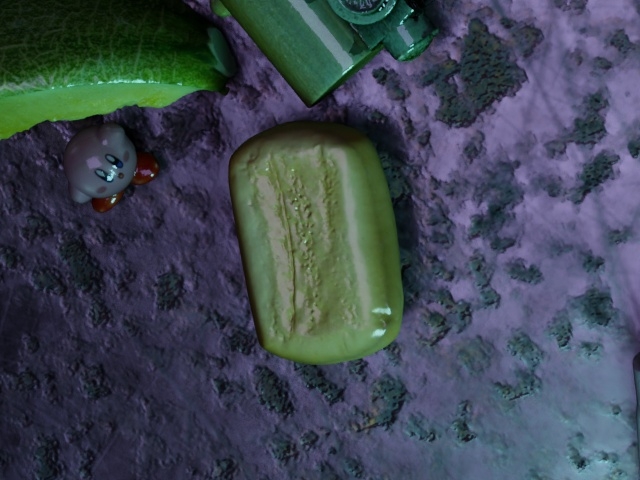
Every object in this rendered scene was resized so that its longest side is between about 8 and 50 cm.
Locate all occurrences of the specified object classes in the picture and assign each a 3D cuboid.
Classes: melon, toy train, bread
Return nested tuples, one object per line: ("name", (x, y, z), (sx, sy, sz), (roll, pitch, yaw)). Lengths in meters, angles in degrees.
("melon", (-0.244, -0.170, 1.787), (0.323, 0.196, 0.124), (-9, 134, 8))
("toy train", (-0.036, -0.257, 1.709), (0.189, 0.126, 0.307), (-39, 90, 18))
("bread", (0.000, 0.000, 1.765), (0.147, 0.098, 0.217), (-4, 98, 16))

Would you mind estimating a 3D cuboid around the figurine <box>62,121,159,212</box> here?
("figurine", (-0.202, -0.069, 1.819), (0.083, 0.071, 0.067), (-47, 46, 10))

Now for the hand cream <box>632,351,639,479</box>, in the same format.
("hand cream", (0.335, 0.210, 1.741), (0.133, 0.083, 0.248), (-5, 110, 16))
